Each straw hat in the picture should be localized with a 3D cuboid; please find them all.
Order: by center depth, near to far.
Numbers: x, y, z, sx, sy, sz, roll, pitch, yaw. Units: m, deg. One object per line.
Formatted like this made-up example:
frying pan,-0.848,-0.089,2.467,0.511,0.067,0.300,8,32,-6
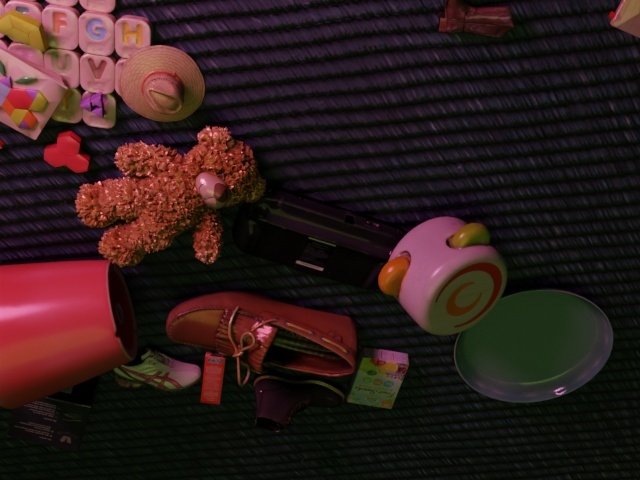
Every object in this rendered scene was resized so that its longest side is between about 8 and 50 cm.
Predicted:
straw hat,-0.251,-0.236,1.326,0.145,0.061,0.144,-7,131,-9

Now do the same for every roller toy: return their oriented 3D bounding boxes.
roller toy,0.221,0.062,1.487,0.209,0.146,0.191,-39,135,0

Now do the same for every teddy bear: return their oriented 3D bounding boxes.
teddy bear,-0.265,-0.064,1.420,0.338,0.113,0.245,-5,107,12

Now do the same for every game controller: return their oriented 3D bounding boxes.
game controller,0.000,0.000,1.529,0.319,0.067,0.166,18,140,-12

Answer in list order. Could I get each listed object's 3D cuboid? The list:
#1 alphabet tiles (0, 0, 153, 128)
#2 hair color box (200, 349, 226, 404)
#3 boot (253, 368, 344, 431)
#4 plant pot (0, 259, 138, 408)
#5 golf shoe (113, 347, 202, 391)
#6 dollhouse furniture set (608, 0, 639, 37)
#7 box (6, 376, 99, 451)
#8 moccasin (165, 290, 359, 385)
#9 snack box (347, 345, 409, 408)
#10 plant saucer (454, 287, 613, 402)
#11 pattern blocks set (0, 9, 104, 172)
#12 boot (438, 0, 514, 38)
alphabet tiles,-0.412,-0.307,1.317,0.284,0.021,0.278,8,127,-5
hair color box,-0.220,0.267,1.717,0.043,0.072,0.141,8,126,-5
boot,-0.048,0.357,1.742,0.198,0.137,0.076,10,127,-8
plant pot,-0.484,0.156,1.533,0.243,0.275,0.274,-12,126,-1
golf shoe,-0.341,0.266,1.720,0.186,0.067,0.086,3,126,-1
dollhouse furniture set,0.409,-0.371,1.111,0.262,0.259,0.135,19,115,-11
box,-0.575,0.357,1.775,0.156,0.093,0.158,17,124,-12
moccasin,-0.113,0.199,1.616,0.380,0.147,0.139,15,126,-10
snack box,0.121,0.293,1.752,0.100,0.037,0.141,11,127,-7
plant saucer,0.429,0.209,1.683,0.318,0.043,0.317,0,127,0
pattern blocks set,-0.514,-0.247,1.339,0.325,0.026,0.285,18,132,-12
boot,0.243,-0.358,1.259,0.114,0.037,0.106,6,140,1
